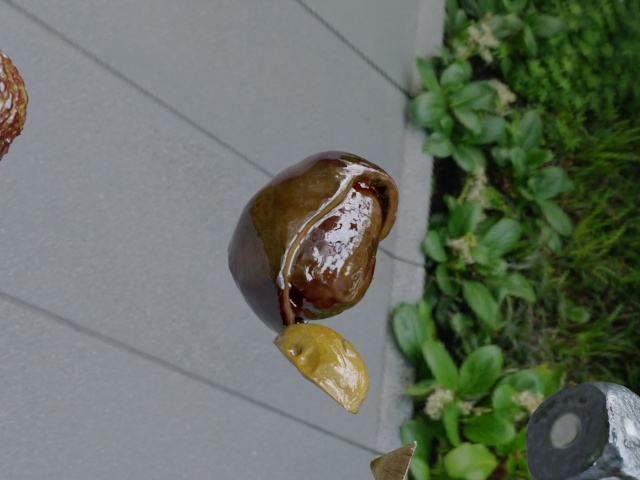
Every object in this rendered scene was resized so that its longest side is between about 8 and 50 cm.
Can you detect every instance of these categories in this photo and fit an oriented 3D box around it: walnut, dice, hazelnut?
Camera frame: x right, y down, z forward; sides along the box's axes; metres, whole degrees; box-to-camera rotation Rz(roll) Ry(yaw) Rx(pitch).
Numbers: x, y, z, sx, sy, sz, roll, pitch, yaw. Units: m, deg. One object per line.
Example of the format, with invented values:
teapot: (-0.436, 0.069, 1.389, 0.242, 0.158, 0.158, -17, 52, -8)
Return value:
walnut: (0.007, 0.114, 0.829, 0.052, 0.121, 0.091, -48, 136, -5)
dice: (0.468, 0.359, 1.462, 0.183, 0.182, 0.181, 35, 44, -26)
hazelnut: (-0.003, -0.002, 0.919, 0.160, 0.201, 0.170, 52, 4, 9)

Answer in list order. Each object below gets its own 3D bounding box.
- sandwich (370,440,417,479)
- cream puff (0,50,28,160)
sandwich: (0.076, 0.255, 0.963, 0.031, 0.044, 0.083, 36, 76, -76)
cream puff: (-0.286, -0.092, 0.623, 0.149, 0.084, 0.149, -5, 102, -22)
